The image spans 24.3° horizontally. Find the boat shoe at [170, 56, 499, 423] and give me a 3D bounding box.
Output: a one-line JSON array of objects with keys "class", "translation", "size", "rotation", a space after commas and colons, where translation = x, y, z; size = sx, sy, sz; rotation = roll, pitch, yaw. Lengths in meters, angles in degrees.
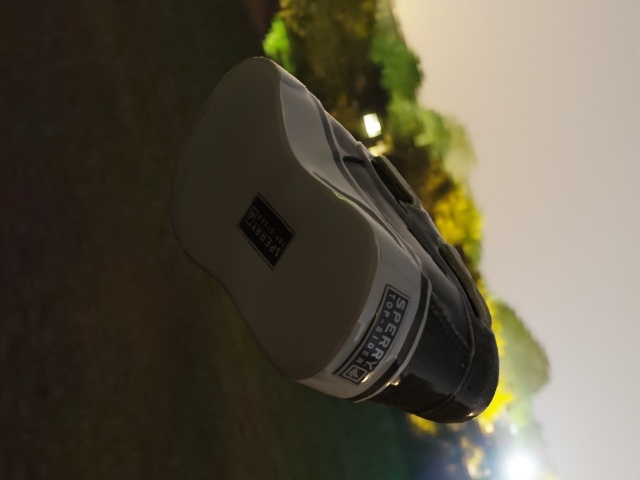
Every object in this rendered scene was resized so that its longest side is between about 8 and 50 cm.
[{"class": "boat shoe", "translation": [0.000, 0.000, 0.557], "size": [0.070, 0.078, 0.219], "rotation": [28, 16, -29]}]
